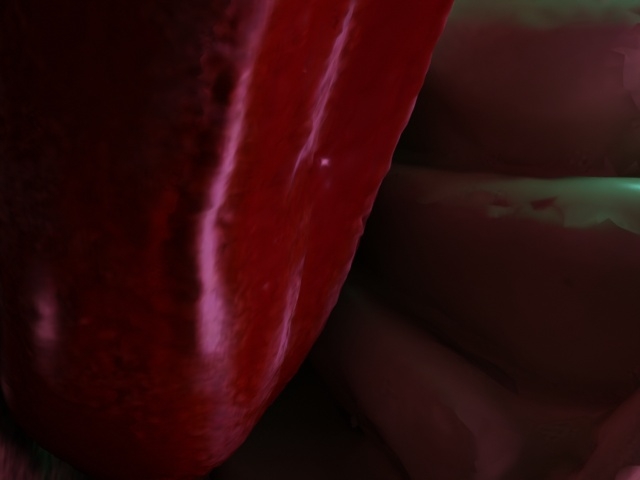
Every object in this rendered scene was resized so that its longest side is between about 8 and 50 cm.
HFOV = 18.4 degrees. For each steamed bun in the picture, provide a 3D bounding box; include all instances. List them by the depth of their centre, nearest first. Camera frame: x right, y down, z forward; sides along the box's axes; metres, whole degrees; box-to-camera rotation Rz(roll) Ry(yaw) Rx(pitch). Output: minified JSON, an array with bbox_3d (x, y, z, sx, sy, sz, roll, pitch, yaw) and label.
[{"bbox_3d":[0.060,0.012,0.681,0.339,0.247,0.352,-88,155,-51],"label":"steamed bun"}]

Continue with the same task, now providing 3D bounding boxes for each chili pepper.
[{"bbox_3d":[-0.029,-0.022,0.482,0.144,0.136,0.253,-121,-144,-53],"label":"chili pepper"}]
